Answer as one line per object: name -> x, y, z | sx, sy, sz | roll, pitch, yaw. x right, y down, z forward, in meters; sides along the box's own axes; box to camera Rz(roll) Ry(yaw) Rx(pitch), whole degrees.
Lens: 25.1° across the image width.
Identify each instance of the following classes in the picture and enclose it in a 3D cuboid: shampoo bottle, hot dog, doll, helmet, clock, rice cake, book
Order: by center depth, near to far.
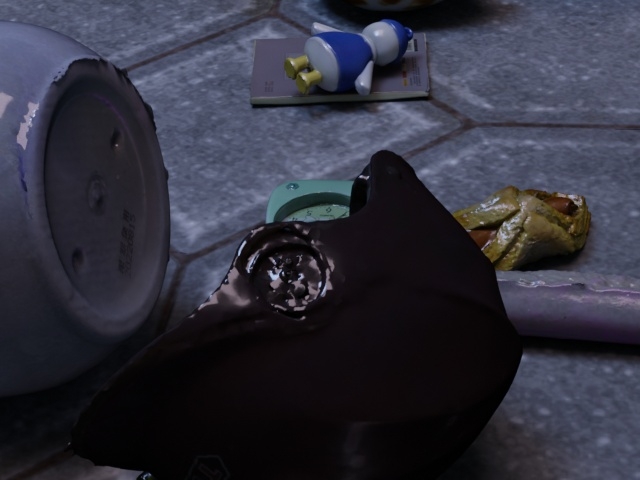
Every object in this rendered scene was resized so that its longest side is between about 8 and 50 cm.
helmet -> 0.006, 0.096, 0.926 | 0.177, 0.225, 0.305 | 44, 58, 10
shampoo bottle -> -0.269, -0.021, 1.053 | 0.266, 0.273, 0.273 | -2, 34, 20
rice cake -> 0.176, 0.051, 1.091 | 0.269, 0.055, 0.049 | 5, 16, 10
hot dog -> 0.158, -0.012, 1.174 | 0.168, 0.061, 0.078 | -24, 41, -25
clock -> 0.000, 0.000, 1.193 | 0.101, 0.041, 0.135 | 4, 37, 10
doll -> 0.033, -0.184, 1.412 | 0.143, 0.058, 0.099 | -25, 62, -27
book -> 0.019, -0.175, 1.462 | 0.181, 0.014, 0.127 | -2, 35, 2

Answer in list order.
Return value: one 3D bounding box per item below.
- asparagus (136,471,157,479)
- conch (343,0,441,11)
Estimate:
asparagus -> -0.044, 0.113, 1.055 | 0.233, 0.022, 0.023 | -38, 12, -36
conch -> 0.050, -0.329, 1.560 | 0.149, 0.183, 0.275 | -48, 42, -1
